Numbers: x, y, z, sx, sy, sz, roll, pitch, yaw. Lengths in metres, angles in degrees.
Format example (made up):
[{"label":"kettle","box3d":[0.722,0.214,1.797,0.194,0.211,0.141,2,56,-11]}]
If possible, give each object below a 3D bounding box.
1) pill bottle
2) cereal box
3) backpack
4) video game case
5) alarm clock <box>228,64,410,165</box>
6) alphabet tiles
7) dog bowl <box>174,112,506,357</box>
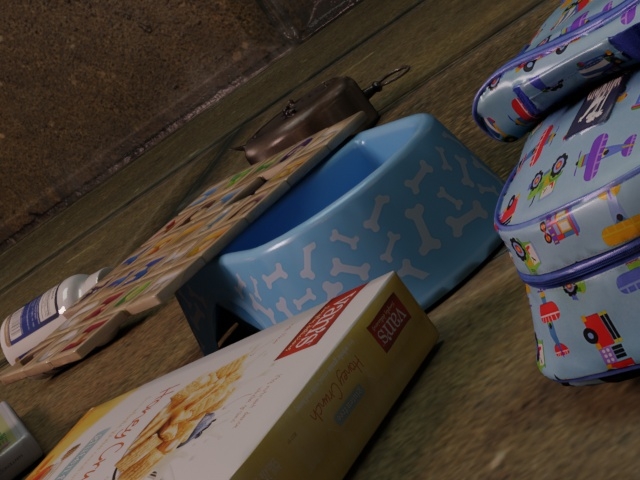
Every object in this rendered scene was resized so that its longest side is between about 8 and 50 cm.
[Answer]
[{"label":"pill bottle","box3d":[-0.217,0.070,1.282,0.120,0.067,0.067,-30,13,30]},{"label":"cereal box","box3d":[-0.072,0.111,0.706,0.240,0.047,0.173,-28,14,38]},{"label":"backpack","box3d":[0.129,-0.034,0.528,0.173,0.117,0.158,-47,14,-35]},{"label":"video game case","box3d":[-0.301,0.200,1.110,0.193,0.023,0.212,-39,10,-13]},{"label":"alarm clock","box3d":[0.005,-0.117,1.419,0.192,0.064,0.129,-32,11,2]},{"label":"alphabet tiles","box3d":[-0.096,0.008,0.933,0.237,0.009,0.198,-43,13,-34]},{"label":"dog bowl","box3d":[0.000,0.000,0.891,0.166,0.074,0.297,-40,12,-21]}]
